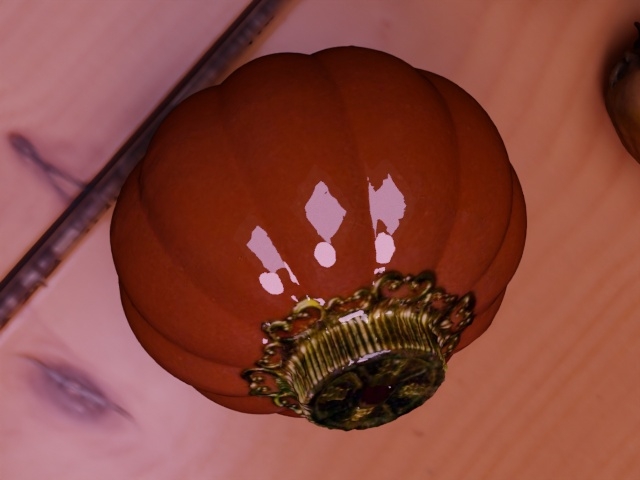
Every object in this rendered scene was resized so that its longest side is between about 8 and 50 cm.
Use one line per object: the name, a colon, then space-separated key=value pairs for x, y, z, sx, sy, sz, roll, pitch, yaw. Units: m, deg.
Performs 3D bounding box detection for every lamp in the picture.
lamp: x=0.000 y=0.000 z=0.435 sx=0.223 sy=0.196 sz=0.223 roll=-13 pitch=142 yaw=-10

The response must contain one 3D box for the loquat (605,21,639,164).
loquat: x=0.262 y=-0.096 z=0.539 sx=0.137 sy=0.113 sz=0.137 roll=2 pitch=116 yaw=5
